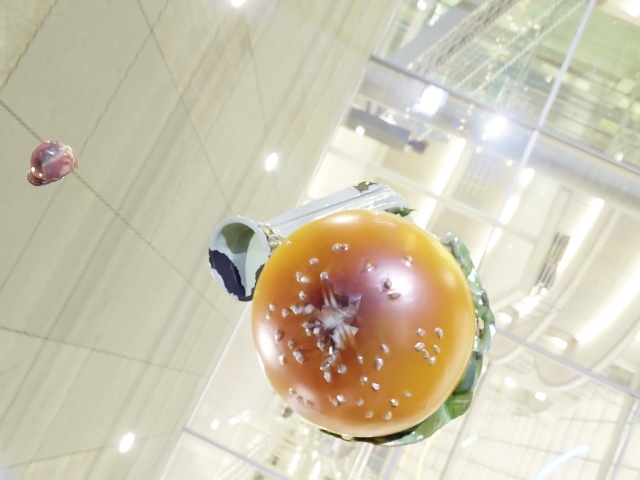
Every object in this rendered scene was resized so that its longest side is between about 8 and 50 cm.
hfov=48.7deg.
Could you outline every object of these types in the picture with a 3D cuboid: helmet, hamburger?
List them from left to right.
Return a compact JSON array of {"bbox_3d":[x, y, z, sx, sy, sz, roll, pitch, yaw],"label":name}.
[{"bbox_3d":[-0.423,-0.125,1.099,0.084,0.065,0.049,-33,149,-18],"label":"helmet"},{"bbox_3d":[0.047,0.079,0.695,0.246,0.246,0.170,-65,159,0],"label":"hamburger"}]

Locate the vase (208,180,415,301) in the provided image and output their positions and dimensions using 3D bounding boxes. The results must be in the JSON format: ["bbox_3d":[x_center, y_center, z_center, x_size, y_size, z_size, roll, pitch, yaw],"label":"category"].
[{"bbox_3d":[0.000,0.000,1.065,0.360,0.165,0.165,-11,131,-52],"label":"vase"}]
